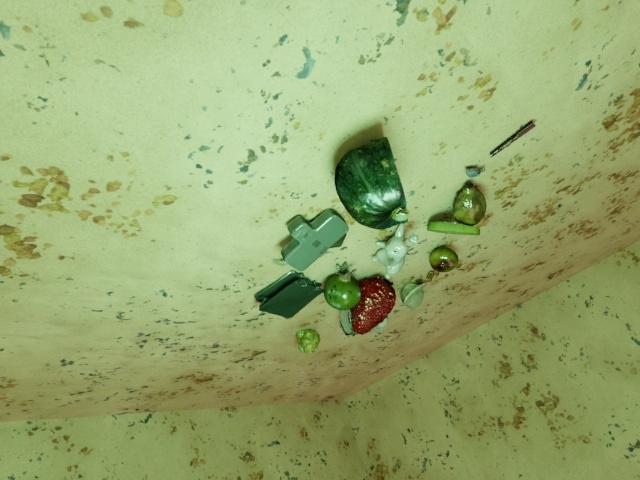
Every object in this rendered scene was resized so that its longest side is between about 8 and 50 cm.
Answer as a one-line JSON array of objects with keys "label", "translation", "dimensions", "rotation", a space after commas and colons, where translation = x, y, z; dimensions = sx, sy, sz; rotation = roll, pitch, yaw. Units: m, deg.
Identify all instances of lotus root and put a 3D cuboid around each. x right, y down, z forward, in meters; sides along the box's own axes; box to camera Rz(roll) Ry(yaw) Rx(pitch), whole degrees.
[{"label": "lotus root", "translation": [0.602, -0.144, 1.716], "dimensions": [0.138, 0.138, 0.214], "rotation": [-23, 137, 4]}]

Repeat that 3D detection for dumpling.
[{"label": "dumpling", "translation": [0.517, 0.290, 2.326], "dimensions": [0.215, 0.126, 0.166], "rotation": [24, 112, -45]}]

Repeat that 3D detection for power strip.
[{"label": "power strip", "translation": [-0.040, -0.016, 1.565], "dimensions": [0.265, 0.059, 0.193], "rotation": [-41, 135, 11]}]

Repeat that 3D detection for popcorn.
[{"label": "popcorn", "translation": [-0.063, 0.579, 2.421], "dimensions": [0.135, 0.141, 0.162], "rotation": [-30, 108, 20]}]

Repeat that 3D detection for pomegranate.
[{"label": "pomegranate", "translation": [0.105, 0.208, 1.932], "dimensions": [0.181, 0.181, 0.224], "rotation": [-5, 124, -23]}]

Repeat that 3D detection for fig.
[{"label": "fig", "translation": [0.600, 0.094, 2.066], "dimensions": [0.135, 0.121, 0.153], "rotation": [24, 162, 0]}]

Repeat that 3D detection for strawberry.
[{"label": "strawberry", "translation": [0.255, 0.316, 2.087], "dimensions": [0.260, 0.258, 0.261], "rotation": [-10, 152, -6]}]

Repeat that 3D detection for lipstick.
[{"label": "lipstick", "translation": [0.685, -0.360, 1.519], "dimensions": [0.027, 0.027, 0.176], "rotation": [16, 134, -44]}]

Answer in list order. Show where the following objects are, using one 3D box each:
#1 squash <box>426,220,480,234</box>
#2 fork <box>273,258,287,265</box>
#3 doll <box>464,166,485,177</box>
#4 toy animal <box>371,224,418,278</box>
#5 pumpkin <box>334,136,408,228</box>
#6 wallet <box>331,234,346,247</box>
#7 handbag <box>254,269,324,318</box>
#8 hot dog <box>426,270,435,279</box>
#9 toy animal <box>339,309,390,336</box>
[{"label": "squash", "translation": [0.565, -0.044, 1.798], "dimensions": [0.219, 0.041, 0.219], "rotation": [10, 178, 0]}, {"label": "fork", "translation": [-0.087, 0.076, 1.744], "dimensions": [0.219, 0.029, 0.034], "rotation": [-8, 143, -18]}, {"label": "doll", "translation": [0.579, -0.257, 1.604], "dimensions": [0.114, 0.039, 0.057], "rotation": [-4, -172, -38]}, {"label": "toy animal", "translation": [0.315, 0.040, 1.819], "dimensions": [0.138, 0.141, 0.282], "rotation": [-22, 153, -14]}, {"label": "pumpkin", "translation": [0.150, -0.156, 1.313], "dimensions": [0.196, 0.264, 0.293], "rotation": [-18, 148, 8]}, {"label": "wallet", "translation": [0.000, 0.000, 1.675], "dimensions": [0.197, 0.031, 0.110], "rotation": [-6, 145, -21]}, {"label": "handbag", "translation": [-0.136, 0.252, 1.938], "dimensions": [0.260, 0.079, 0.247], "rotation": [-35, 147, 18]}, {"label": "hot dog", "translation": [0.600, 0.187, 2.305], "dimensions": [0.037, 0.021, 0.083], "rotation": [7, 147, -3]}, {"label": "toy animal", "translation": [0.261, 0.412, 2.318], "dimensions": [0.309, 0.183, 0.247], "rotation": [-7, 151, -29]}]
